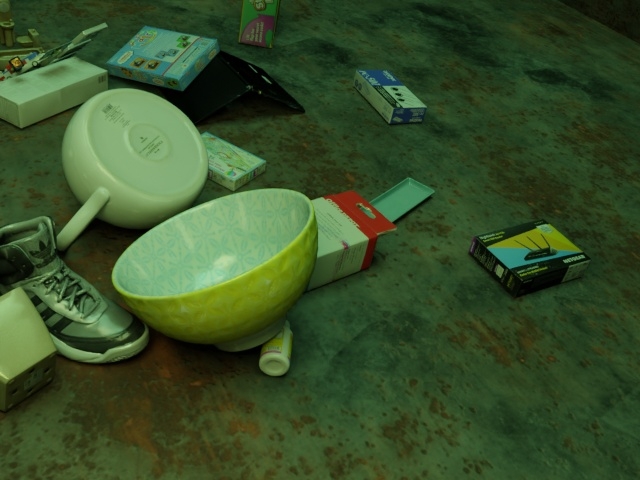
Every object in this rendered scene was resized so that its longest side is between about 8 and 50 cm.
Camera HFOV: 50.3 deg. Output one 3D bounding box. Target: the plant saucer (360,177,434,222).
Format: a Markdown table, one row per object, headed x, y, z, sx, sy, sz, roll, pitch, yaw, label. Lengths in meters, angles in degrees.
| x | y | z | sx | sy | sz | roll | pitch | yaw | label |
| --- | --- | --- | --- | --- | --- | --- | --- | --- | --- |
| 0.150 | -0.072 | 1.345 | 0.067 | 0.018 | 0.192 | 31 | 40 | 24 | plant saucer |

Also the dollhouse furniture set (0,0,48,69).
| x | y | z | sx | sy | sz | roll | pitch | yaw | label |
| --- | --- | --- | --- | --- | --- | --- | --- | --- | --- |
| -0.719 | -0.480 | 1.553 | 0.144 | 0.123 | 0.151 | -16 | 45 | -32 | dollhouse furniture set |

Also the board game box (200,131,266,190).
| x | y | z | sx | sy | sz | roll | pitch | yaw | label |
| --- | --- | --- | --- | --- | --- | --- | --- | --- | --- |
| -0.201 | -0.159 | 1.355 | 0.154 | 0.026 | 0.103 | 28 | 40 | 20 | board game box |

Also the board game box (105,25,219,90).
| x | y | z | sx | sy | sz | roll | pitch | yaw | label |
| --- | --- | --- | --- | --- | --- | --- | --- | --- | --- |
| -0.366 | -0.426 | 1.586 | 0.212 | 0.039 | 0.160 | 18 | 56 | 22 | board game box |

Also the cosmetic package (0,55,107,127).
| x | y | z | sx | sy | sz | roll | pitch | yaw | label |
| --- | --- | --- | --- | --- | --- | --- | --- | --- | --- |
| -0.567 | -0.314 | 1.430 | 0.099 | 0.060 | 0.239 | 28 | 39 | 17 | cosmetic package |

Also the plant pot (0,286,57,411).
| x | y | z | sx | sy | sz | roll | pitch | yaw | label |
| --- | --- | --- | --- | --- | --- | --- | --- | --- | --- |
| -0.391 | 0.145 | 0.850 | 0.096 | 0.109 | 0.109 | 39 | 43 | 14 | plant pot |

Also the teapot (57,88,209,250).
| x | y | z | sx | sy | sz | roll | pitch | yaw | label |
| --- | --- | --- | --- | --- | --- | --- | --- | --- | --- |
| -0.326 | -0.111 | 1.140 | 0.256 | 0.187 | 0.252 | 0 | 63 | -42 | teapot |

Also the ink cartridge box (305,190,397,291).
| x | y | z | sx | sy | sz | roll | pitch | yaw | label |
| --- | --- | --- | --- | --- | --- | --- | --- | --- | --- |
| 0.000 | 0.000 | 1.158 | 0.231 | 0.078 | 0.134 | -18 | 47 | -33 | ink cartridge box |

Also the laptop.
| x | y | z | sx | sy | sz | roll | pitch | yaw | label |
| --- | --- | --- | --- | --- | --- | --- | --- | --- | --- |
| -0.215 | -0.343 | 1.604 | 0.264 | 0.136 | 0.234 | 12 | 28 | -45 | laptop |

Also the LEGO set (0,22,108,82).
| x | y | z | sx | sy | sz | roll | pitch | yaw | label |
| --- | --- | --- | --- | --- | --- | --- | --- | --- | --- |
| -0.596 | -0.404 | 1.463 | 0.183 | 0.060 | 0.244 | -20 | 19 | 37 | LEGO set |

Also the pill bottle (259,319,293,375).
| x | y | z | sx | sy | sz | roll | pitch | yaw | label |
| --- | --- | --- | --- | --- | --- | --- | --- | --- | --- |
| -0.062 | 0.150 | 0.975 | 0.043 | 0.043 | 0.083 | 10 | 37 | -3 | pill bottle |

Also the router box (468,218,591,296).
| x | y | z | sx | sy | sz | roll | pitch | yaw | label |
| --- | --- | --- | --- | --- | --- | --- | --- | --- | --- |
| 0.383 | 0.028 | 1.251 | 0.179 | 0.046 | 0.133 | -13 | 43 | -29 | router box |

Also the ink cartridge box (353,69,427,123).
| x | y | z | sx | sy | sz | roll | pitch | yaw | label |
| --- | --- | --- | --- | --- | --- | --- | --- | --- | --- |
| 0.170 | -0.361 | 1.703 | 0.097 | 0.046 | 0.207 | -6 | 40 | -24 | ink cartridge box |

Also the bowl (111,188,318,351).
| x | y | z | sx | sy | sz | roll | pitch | yaw | label |
| --- | --- | --- | --- | --- | --- | --- | --- | --- | --- |
| -0.124 | 0.059 | 0.956 | 0.290 | 0.156 | 0.289 | -15 | 26 | 8 | bowl |

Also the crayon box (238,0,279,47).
| x | y | z | sx | sy | sz | roll | pitch | yaw | label |
| --- | --- | --- | --- | --- | --- | --- | --- | --- | --- |
| -0.146 | -0.767 | 1.884 | 0.106 | 0.362 | 0.313 | 7 | 37 | -7 | crayon box |

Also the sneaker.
| x | y | z | sx | sy | sz | roll | pitch | yaw | label |
| --- | --- | --- | --- | --- | --- | --- | --- | --- | --- |
| -0.355 | 0.061 | 0.920 | 0.269 | 0.153 | 0.101 | 21 | 38 | 12 | sneaker |
